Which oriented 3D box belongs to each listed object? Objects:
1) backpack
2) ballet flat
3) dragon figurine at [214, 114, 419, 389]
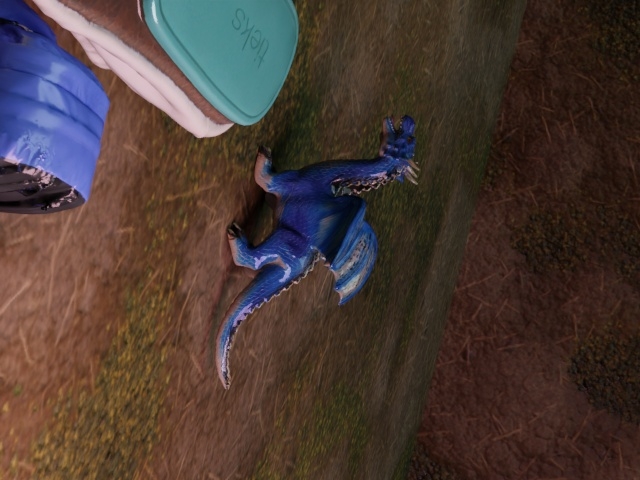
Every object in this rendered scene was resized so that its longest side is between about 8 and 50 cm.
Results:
[{"bbox_3d":[-0.159,-0.067,0.592,0.098,0.120,0.101,32,71,-73],"label":"backpack"},{"bbox_3d":[-0.111,-0.159,0.574,0.400,0.139,0.139,62,43,-70],"label":"ballet flat"},{"bbox_3d":[0.000,0.000,1.166,0.085,0.144,0.289,73,33,-60],"label":"dragon figurine"}]
